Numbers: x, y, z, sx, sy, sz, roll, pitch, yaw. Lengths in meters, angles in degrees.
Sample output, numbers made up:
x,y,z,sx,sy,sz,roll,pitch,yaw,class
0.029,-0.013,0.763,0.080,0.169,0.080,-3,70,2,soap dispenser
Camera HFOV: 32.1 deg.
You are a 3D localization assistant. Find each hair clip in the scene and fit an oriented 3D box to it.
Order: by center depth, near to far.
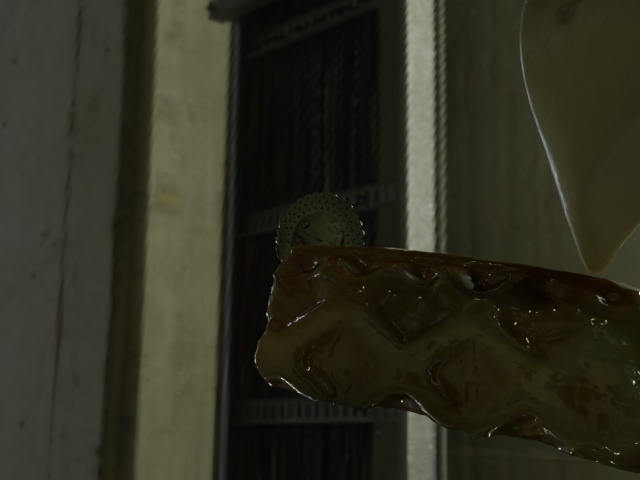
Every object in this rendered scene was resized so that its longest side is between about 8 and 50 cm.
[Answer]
x,y,z,sx,sy,sz,roll,pitch,yaw,class
0.201,-0.142,0.630,0.172,0.113,0.282,-25,-142,43,hair clip

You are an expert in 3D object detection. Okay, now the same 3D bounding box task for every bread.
x,y,z,sx,sy,sz,roll,pitch,yaw,class
0.088,0.052,0.590,0.232,0.128,0.088,13,-74,8,bread

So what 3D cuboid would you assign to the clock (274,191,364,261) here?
x,y,z,sx,sy,sz,roll,pitch,yaw,class
0.000,0.000,0.876,0.074,0.010,0.083,48,-59,12,clock
